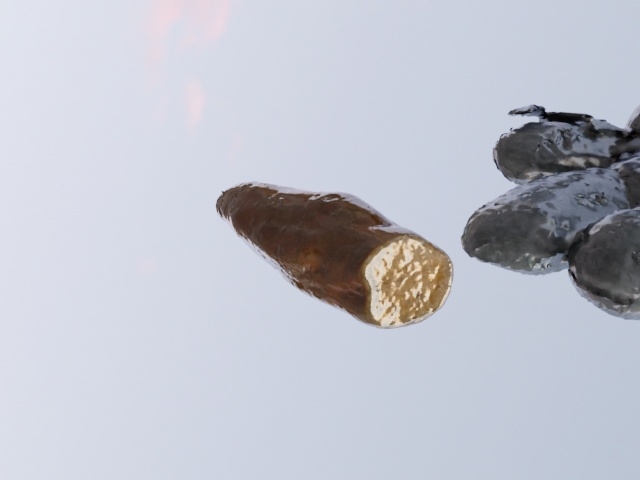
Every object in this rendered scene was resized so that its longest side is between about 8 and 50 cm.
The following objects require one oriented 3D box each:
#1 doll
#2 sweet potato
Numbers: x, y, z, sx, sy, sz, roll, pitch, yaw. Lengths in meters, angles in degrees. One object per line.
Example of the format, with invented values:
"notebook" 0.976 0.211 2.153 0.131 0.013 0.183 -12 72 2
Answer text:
"doll" 0.241 -0.046 0.805 0.246 0.340 0.158 22 -70 41
"sweet potato" 0.000 0.000 1.090 0.252 0.097 0.097 25 -76 34
